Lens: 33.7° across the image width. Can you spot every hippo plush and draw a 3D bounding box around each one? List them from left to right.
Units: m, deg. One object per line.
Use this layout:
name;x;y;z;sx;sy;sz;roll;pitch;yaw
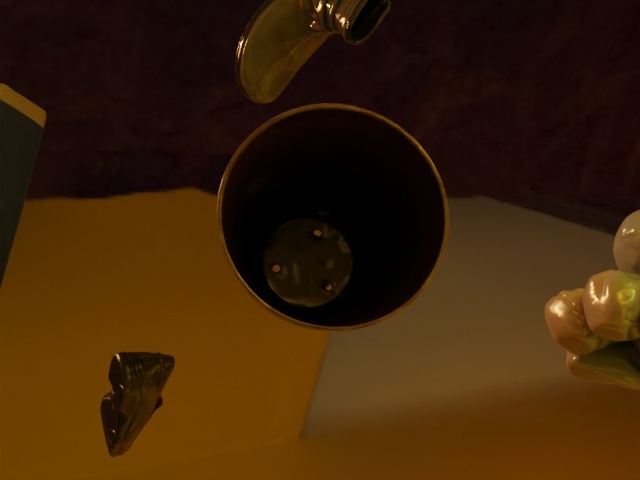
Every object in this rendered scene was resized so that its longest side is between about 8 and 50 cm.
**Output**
hippo plush;0.438;0.059;1.256;0.294;0.234;0.237;19;-114;21

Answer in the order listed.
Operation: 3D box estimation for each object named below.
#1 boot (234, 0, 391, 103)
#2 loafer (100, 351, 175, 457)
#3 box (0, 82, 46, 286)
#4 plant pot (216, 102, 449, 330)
boot;-0.001;-0.263;1.273;0.247;0.083;0.161;-58;-143;4
loafer;-0.199;0.180;1.141;0.062;0.061;0.170;66;-32;31
box;-0.199;0.036;0.503;0.136;0.036;0.225;-38;-149;27
plant pot;0.000;0.000;1.079;0.230;0.215;0.215;118;-38;-76
